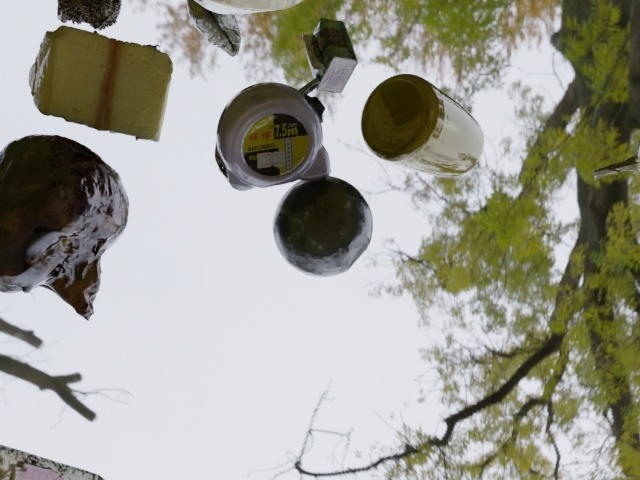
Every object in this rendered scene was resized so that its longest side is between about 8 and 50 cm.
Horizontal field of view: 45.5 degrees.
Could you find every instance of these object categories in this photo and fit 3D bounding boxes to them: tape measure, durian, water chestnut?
[{"bbox_3d":[-0.080,-0.178,1.273,0.196,0.178,0.105,-7,-146,-15],"label":"tape measure"},{"bbox_3d":[-0.291,-0.301,0.960,0.080,0.091,0.080,-1,-87,-18],"label":"durian"},{"bbox_3d":[-0.502,-0.011,1.397,0.335,0.335,0.347,-26,-98,-1],"label":"water chestnut"}]

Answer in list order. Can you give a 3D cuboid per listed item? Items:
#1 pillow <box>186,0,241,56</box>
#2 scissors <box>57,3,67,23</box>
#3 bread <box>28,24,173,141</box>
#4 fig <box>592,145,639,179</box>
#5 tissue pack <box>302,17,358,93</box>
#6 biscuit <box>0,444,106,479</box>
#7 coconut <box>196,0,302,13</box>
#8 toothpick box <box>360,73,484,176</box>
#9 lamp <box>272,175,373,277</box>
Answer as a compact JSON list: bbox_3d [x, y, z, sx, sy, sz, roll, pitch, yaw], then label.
[{"bbox_3d":[-0.220,-0.467,1.528,0.077,0.134,0.181,-27,-121,8],"label":"pillow"},{"bbox_3d":[-0.469,-0.507,1.413,0.110,0.021,0.212,-30,-117,45],"label":"scissors"},{"bbox_3d":[-0.465,-0.347,1.606,0.236,0.263,0.198,37,-68,58],"label":"bread"},{"bbox_3d":[0.542,-0.131,1.177,0.257,0.159,0.159,-15,-123,43],"label":"fig"},{"bbox_3d":[0.010,-0.339,1.397,0.079,0.085,0.111,4,-127,-24],"label":"tissue pack"},{"bbox_3d":[-0.419,0.330,1.006,0.186,0.309,0.079,-15,-120,12],"label":"biscuit"},{"bbox_3d":[-0.087,-0.342,0.812,0.202,0.222,0.202,11,-132,-12],"label":"coconut"},{"bbox_3d":[0.220,-0.220,1.557,0.175,0.271,0.175,-7,-102,36],"label":"toothpick box"},{"bbox_3d":[-0.007,0.012,1.423,0.181,0.314,0.182,5,-125,-8],"label":"lamp"}]
